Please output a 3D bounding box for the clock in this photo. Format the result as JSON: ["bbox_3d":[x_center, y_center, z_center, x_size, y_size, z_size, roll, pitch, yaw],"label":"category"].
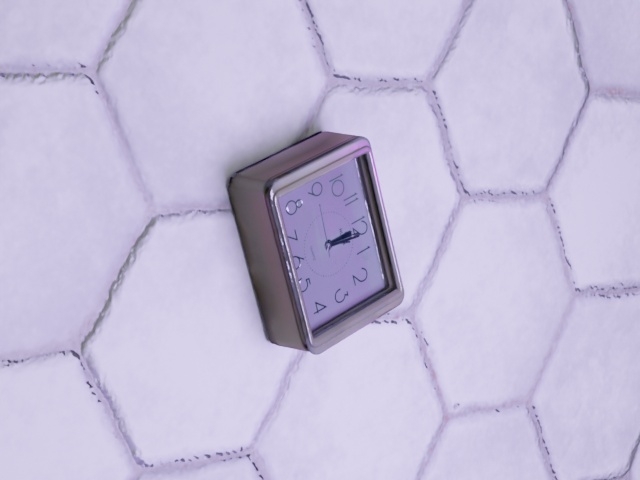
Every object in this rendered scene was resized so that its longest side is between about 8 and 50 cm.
[{"bbox_3d":[0.000,0.000,1.468,0.147,0.071,0.192,-28,114,-36],"label":"clock"}]
